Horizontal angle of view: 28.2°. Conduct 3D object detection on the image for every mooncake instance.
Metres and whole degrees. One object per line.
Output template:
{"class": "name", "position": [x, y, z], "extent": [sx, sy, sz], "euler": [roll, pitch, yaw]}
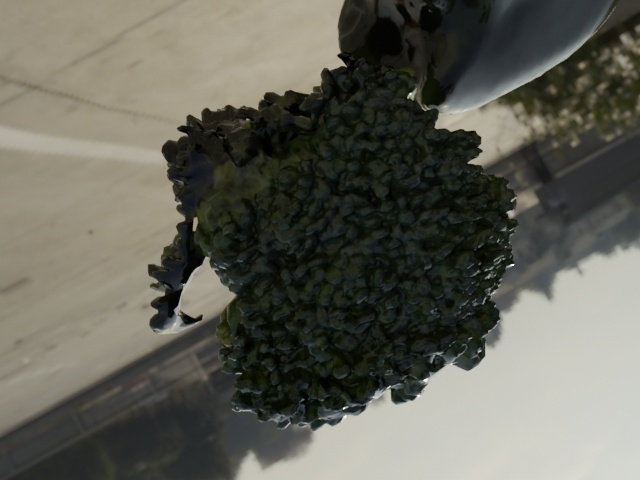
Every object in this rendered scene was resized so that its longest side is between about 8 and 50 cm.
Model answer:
{"class": "mooncake", "position": [0.146, -0.300, 1.165], "extent": [0.351, 0.187, 0.351], "euler": [-26, 138, -27]}

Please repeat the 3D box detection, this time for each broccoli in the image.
{"class": "broccoli", "position": [0.003, 0.005, 1.171], "extent": [0.324, 0.334, 0.272], "euler": [-37, -166, -20]}
